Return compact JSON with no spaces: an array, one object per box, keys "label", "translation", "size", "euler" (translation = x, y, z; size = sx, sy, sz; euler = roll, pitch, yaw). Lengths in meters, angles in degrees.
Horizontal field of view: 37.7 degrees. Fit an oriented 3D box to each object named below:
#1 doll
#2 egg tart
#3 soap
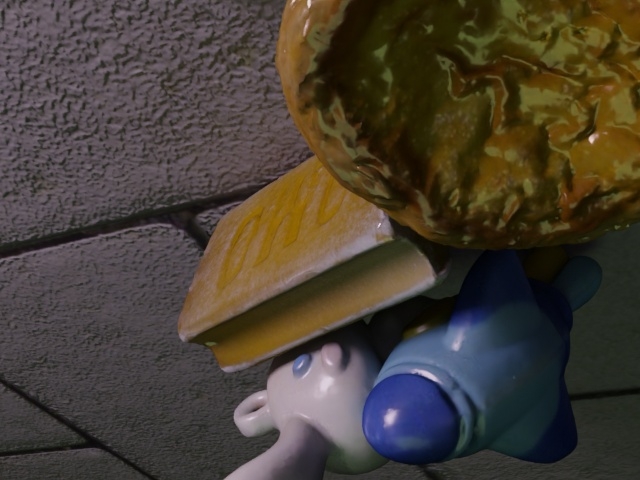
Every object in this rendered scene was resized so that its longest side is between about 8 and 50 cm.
[{"label":"doll","translation":[0.085,0.109,0.855],"size":[0.365,0.376,0.187],"euler":[-16,130,15]},{"label":"egg tart","translation":[0.138,-0.136,0.608],"size":[0.340,0.129,0.341],"euler":[2,126,3]},{"label":"soap","translation":[0.000,0.000,0.833],"size":[0.089,0.174,0.274],"euler":[38,135,-24]}]
